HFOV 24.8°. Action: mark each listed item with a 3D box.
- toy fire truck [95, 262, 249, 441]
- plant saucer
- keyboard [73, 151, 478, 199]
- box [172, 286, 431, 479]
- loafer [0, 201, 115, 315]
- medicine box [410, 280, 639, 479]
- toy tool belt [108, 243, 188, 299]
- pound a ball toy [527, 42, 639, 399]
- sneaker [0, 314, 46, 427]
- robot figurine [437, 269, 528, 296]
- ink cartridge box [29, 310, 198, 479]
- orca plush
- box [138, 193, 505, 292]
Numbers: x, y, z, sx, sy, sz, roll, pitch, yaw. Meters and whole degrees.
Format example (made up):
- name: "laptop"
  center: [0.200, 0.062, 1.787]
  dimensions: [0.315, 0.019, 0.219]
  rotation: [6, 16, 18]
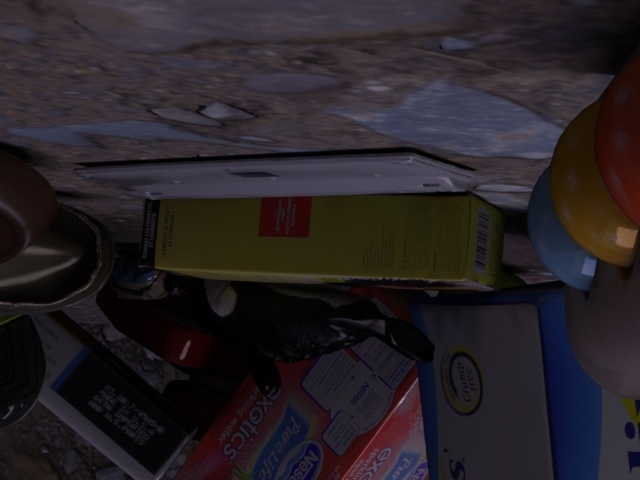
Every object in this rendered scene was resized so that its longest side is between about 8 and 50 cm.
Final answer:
- name: "toy fire truck"
  center: [-0.109, 0.094, 1.528]
  dimensions: [0.254, 0.169, 0.302]
  rotation: [24, -173, 39]
- name: "plant saucer"
  center: [-0.249, -0.017, 0.900]
  dimensions: [0.168, 0.029, 0.168]
  rotation: [1, 156, 0]
- name: "keyboard"
  center: [-0.033, -0.040, 0.867]
  dimensions: [0.256, 0.014, 0.072]
  rotation: [-1, 167, 37]
- name: "box"
  center: [0.013, 0.182, 1.356]
  dimensions: [0.154, 0.300, 0.142]
  rotation: [42, -167, 34]
- name: "loafer"
  center: [-0.267, 0.002, 1.021]
  dimensions: [0.251, 0.094, 0.087]
  rotation: [7, 177, -17]
- name: "medicine box"
  center: [0.228, 0.156, 1.052]
  dimensions: [0.289, 0.263, 0.149]
  rotation: [-6, 180, -35]
- name: "toy tool belt"
  center: [-0.162, 0.028, 1.375]
  dimensions: [0.083, 0.052, 0.051]
  rotation: [-4, 127, 26]
- name: "pound a ball toy"
  center: [0.132, 0.022, 0.405]
  dimensions: [0.136, 0.208, 0.319]
  rotation: [4, 174, 3]
- name: "sneaker"
  center: [-0.391, 0.043, 1.115]
  dimensions: [0.385, 0.145, 0.147]
  rotation: [22, 161, -3]
- name: "robot figurine"
  center: [0.155, 0.058, 1.329]
  dimensions: [0.101, 0.067, 0.115]
  rotation: [34, -172, 26]
- name: "ink cartridge box"
  center: [-0.242, 0.095, 1.300]
  dimensions: [0.304, 0.072, 0.307]
  rotation: [38, 175, 0]
- name: "orca plush"
  center: [-0.019, 0.067, 1.090]
  dimensions: [0.151, 0.102, 0.287]
  rotation: [-15, -163, -38]
- name: "box"
  center: [0.000, 0.000, 0.972]
  dimensions: [0.232, 0.058, 0.087]
  rotation: [2, 174, 24]
